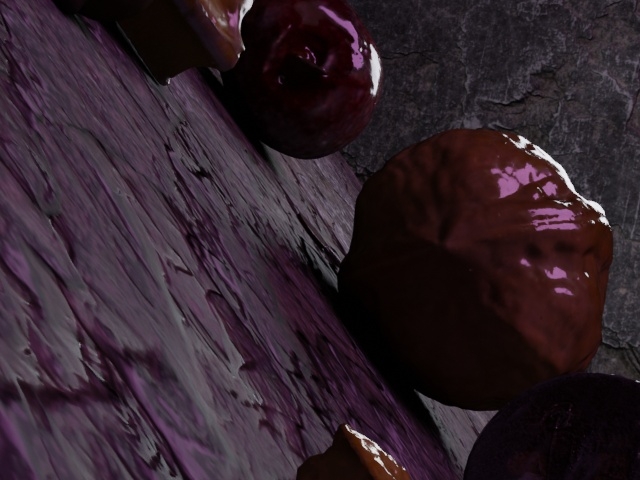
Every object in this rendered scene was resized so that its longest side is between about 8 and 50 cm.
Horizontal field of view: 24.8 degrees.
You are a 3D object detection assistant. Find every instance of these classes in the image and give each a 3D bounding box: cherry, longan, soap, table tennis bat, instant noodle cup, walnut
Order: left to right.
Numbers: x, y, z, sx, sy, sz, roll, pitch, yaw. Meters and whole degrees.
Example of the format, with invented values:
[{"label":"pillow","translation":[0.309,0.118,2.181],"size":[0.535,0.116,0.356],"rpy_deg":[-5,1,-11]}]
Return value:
[{"label":"longan","translation":[-0.179,-0.225,1.174],"size":[0.106,0.106,0.119],"rpy_deg":[53,47,-14]},{"label":"soap","translation":[-0.176,-0.318,1.350],"size":[0.281,0.143,0.259],"rpy_deg":[58,18,-45]},{"label":"cherry","translation":[-0.029,-0.219,1.883],"size":[0.230,0.203,0.300],"rpy_deg":[52,-9,-2]},{"label":"table tennis bat","translation":[0.000,0.000,1.731],"size":[0.083,0.007,0.050],"rpy_deg":[50,5,-14]},{"label":"walnut","translation":[0.168,0.031,1.555],"size":[0.306,0.306,0.344],"rpy_deg":[55,12,16]},{"label":"instant noodle cup","translation":[0.257,0.259,1.315],"size":[0.217,0.217,0.207],"rpy_deg":[58,0,40]}]

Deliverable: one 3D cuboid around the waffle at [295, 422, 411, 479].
[{"label":"waffle","translation":[0.083,0.227,0.726],"size":[0.168,0.057,0.274],"rpy_deg":[48,8,-46]}]
